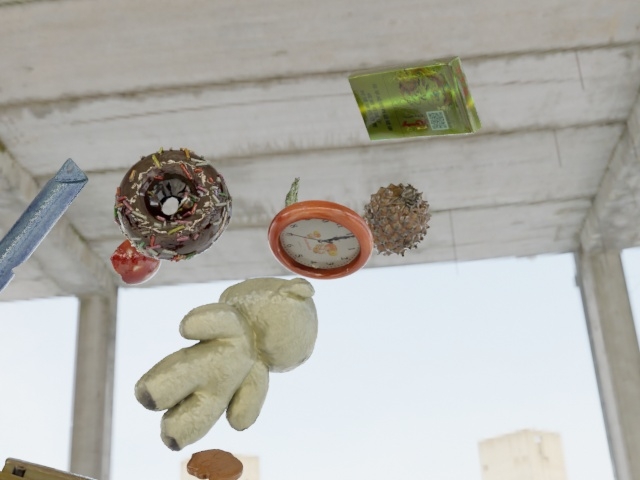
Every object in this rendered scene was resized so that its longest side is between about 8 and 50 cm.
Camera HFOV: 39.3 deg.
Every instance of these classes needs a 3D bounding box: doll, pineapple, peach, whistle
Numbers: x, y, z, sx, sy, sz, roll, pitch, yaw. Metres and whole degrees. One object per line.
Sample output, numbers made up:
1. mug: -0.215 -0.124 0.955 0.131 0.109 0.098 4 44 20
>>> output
1. doll: -0.131 0.155 1.229 0.278 0.149 0.175 -36 -32 -29
2. pineapple: 0.179 -0.057 2.060 0.166 0.166 0.193 4 -36 -16
3. peach: -0.484 0.050 2.376 0.151 0.151 0.118 17 7 -38
4. whistle: -0.528 -0.018 1.630 0.062 0.304 0.062 27 -23 13

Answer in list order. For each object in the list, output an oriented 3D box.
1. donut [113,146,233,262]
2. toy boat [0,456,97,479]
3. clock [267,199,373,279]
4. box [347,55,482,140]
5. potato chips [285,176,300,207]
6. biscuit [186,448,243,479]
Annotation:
1. donut: -0.326 -0.084 1.975 0.269 0.270 0.103 0 -18 -6
2. toy boat: -0.523 0.517 1.745 0.445 0.162 0.136 18 -58 -5
3. clock: 0.000 0.000 1.730 0.205 0.051 0.205 5 -42 4
4. box: 0.211 -0.319 2.053 0.311 0.043 0.173 1 -57 46
5. potato chips: -0.062 -0.077 2.152 0.028 0.207 0.092 -6 -27 12
6. biscuit: -0.214 0.457 1.821 0.102 0.019 0.130 -15 22 -40
